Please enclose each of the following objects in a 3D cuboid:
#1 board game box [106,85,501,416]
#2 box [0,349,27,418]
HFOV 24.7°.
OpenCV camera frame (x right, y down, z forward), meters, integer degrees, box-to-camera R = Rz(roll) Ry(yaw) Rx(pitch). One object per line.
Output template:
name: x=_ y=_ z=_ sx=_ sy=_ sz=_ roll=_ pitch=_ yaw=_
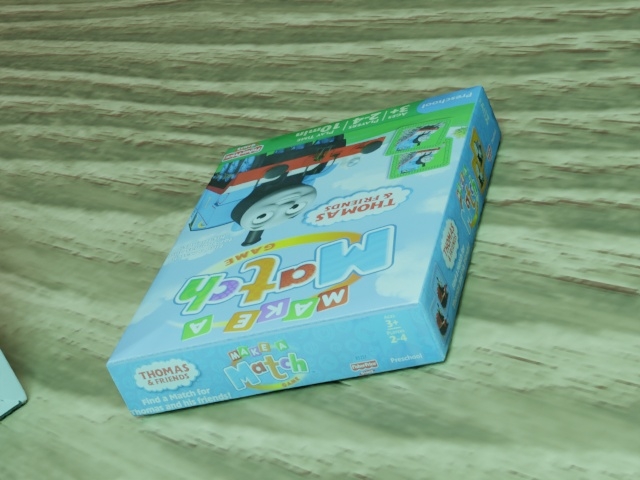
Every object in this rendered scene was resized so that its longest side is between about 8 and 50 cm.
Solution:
board game box: x=0.000 y=0.000 z=0.744 sx=0.160 sy=0.039 sz=0.211 roll=-12 pitch=29 yaw=21
box: x=-0.290 y=0.011 z=0.818 sx=0.087 sy=0.169 sz=0.290 roll=-36 pitch=27 yaw=-23
